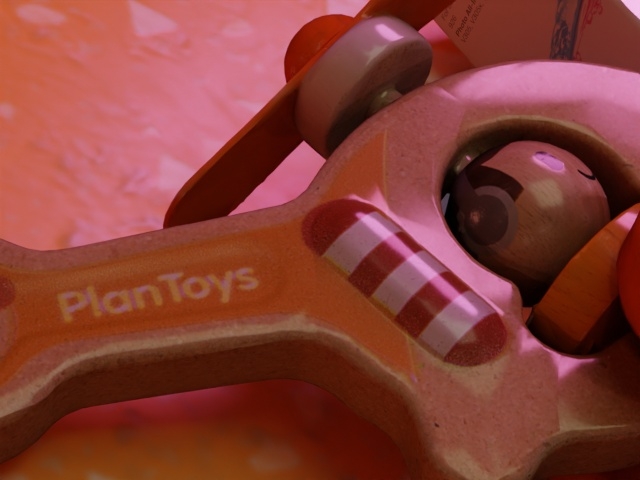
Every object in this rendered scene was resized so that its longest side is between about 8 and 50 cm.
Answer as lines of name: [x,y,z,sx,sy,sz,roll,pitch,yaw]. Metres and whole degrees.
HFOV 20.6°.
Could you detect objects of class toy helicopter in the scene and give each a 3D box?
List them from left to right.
toy helicopter: [0.000,0.000,0.636,0.355,0.140,0.235,-9,58,-17]

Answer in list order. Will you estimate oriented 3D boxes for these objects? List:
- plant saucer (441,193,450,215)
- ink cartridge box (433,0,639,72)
plant saucer: [0.086,-0.036,0.791,0.192,0.018,0.067,-26,63,-40]
ink cartridge box: [0.167,-0.088,0.802,0.154,0.093,0.212,-16,55,-36]
